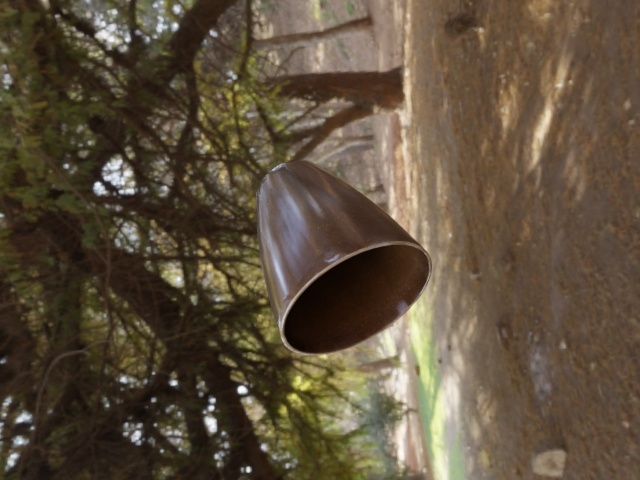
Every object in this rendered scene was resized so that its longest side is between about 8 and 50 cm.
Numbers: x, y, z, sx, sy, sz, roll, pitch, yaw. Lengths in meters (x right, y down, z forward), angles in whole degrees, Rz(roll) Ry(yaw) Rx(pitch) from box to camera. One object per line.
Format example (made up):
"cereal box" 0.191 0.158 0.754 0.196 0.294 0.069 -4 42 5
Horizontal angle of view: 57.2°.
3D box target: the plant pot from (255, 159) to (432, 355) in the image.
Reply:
"plant pot" 0.000 0.000 0.809 0.230 0.215 0.215 58 170 35
